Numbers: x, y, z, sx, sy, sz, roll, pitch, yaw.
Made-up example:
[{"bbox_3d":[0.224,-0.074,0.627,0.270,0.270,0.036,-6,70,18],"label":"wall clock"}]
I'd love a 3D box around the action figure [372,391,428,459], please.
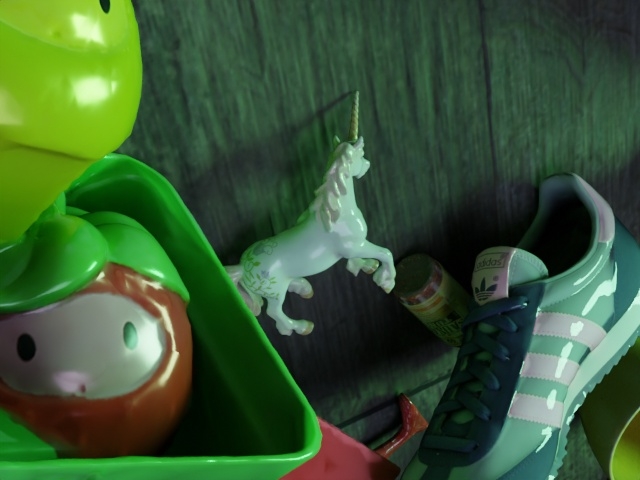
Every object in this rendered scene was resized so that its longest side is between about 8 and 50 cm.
[{"bbox_3d":[-0.036,0.213,0.965,0.280,0.091,0.139,-39,139,-3],"label":"action figure"}]

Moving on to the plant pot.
[{"bbox_3d":[0.271,0.135,1.093,0.134,0.095,0.134,-17,129,-22],"label":"plant pot"}]

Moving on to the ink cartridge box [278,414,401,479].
[{"bbox_3d":[-0.089,0.172,0.859,0.232,0.066,0.189,35,101,-8],"label":"ink cartridge box"}]

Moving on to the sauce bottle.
[{"bbox_3d":[0.100,0.056,0.969,0.042,0.042,0.128,-46,131,4],"label":"sauce bottle"}]

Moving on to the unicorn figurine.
[{"bbox_3d":[0.000,0.000,0.857,0.162,0.060,0.111,-40,133,-2],"label":"unicorn figurine"}]

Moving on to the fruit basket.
[{"bbox_3d":[-0.177,-0.012,0.614,0.392,0.283,0.392,-22,142,-18],"label":"fruit basket"}]

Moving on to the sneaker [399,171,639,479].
[{"bbox_3d":[0.125,0.081,0.907,0.319,0.112,0.131,-51,120,-36],"label":"sneaker"}]
